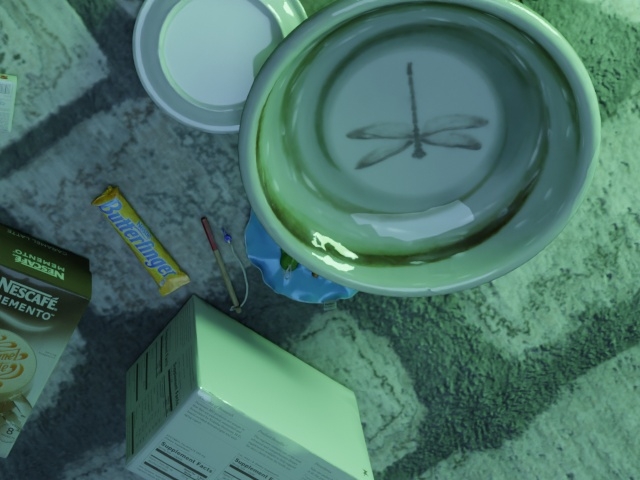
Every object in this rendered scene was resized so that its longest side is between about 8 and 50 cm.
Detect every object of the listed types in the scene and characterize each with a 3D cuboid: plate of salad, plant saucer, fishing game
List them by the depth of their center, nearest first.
[{"bbox_3d":[-0.108,-0.217,1.738,0.200,0.048,0.200,0,110,-1],"label":"plate of salad"},{"bbox_3d":[0.107,-0.122,1.749,0.400,0.100,0.400,-1,125,-2],"label":"plant saucer"},{"bbox_3d":[0.000,0.000,1.874,0.264,0.041,0.189,-17,116,1],"label":"fishing game"}]

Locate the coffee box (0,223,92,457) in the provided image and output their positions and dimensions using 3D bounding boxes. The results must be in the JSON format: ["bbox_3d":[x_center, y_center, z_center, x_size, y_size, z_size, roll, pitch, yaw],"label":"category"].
[{"bbox_3d":[-0.385,0.117,1.844,0.141,0.098,0.246,22,113,-19],"label":"coffee box"}]

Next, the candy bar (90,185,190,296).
[{"bbox_3d":[-0.215,0.000,1.854,0.040,0.018,0.161,-31,119,8],"label":"candy bar"}]

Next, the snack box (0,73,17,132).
[{"bbox_3d":[-0.430,-0.163,1.732,0.178,0.022,0.064,7,118,-12],"label":"snack box"}]

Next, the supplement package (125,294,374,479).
[{"bbox_3d":[-0.089,0.226,1.887,0.262,0.204,0.145,34,110,-23],"label":"supplement package"}]

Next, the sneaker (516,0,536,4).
[{"bbox_3d":[0.222,-0.350,1.690,0.135,0.097,0.276,35,115,-11],"label":"sneaker"}]
